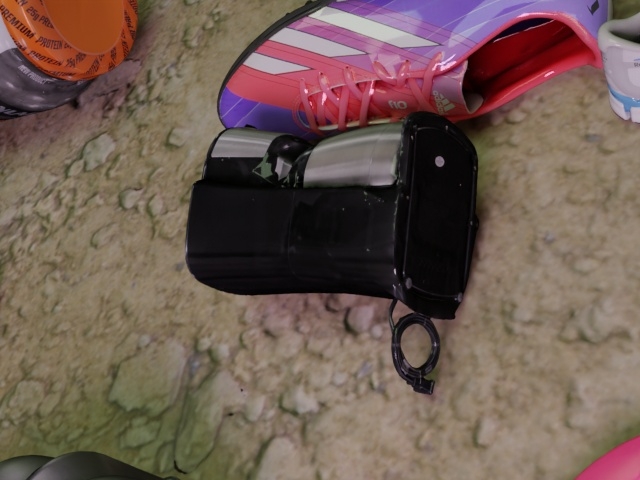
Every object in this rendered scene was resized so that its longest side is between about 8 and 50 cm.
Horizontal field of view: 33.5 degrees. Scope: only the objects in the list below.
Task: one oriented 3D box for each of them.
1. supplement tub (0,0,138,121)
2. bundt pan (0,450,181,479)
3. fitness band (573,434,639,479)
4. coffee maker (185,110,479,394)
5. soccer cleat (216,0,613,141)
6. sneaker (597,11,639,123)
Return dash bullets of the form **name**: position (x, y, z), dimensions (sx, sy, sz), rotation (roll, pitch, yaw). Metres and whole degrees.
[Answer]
- **supplement tub**: position (-0.370, -0.223, 1.117), dimensions (0.338, 0.207, 0.207), rotation (-7, 52, 34)
- **bundt pan**: position (-0.188, 0.269, 0.625), dimensions (0.331, 0.124, 0.330), rotation (-20, 47, 22)
- **fitness band**: position (0.223, 0.166, 0.460), dimensions (0.291, 0.054, 0.209), rotation (-4, 56, 36)
- **coffee maker**: position (0.000, 0.000, 0.713), dimensions (0.178, 0.120, 0.171), rotation (-1, 56, 37)
- **soccer cleat**: position (0.060, -0.128, 0.792), dimensions (0.318, 0.108, 0.116), rotation (-20, 50, 20)
- **sneaker**: position (0.264, -0.146, 0.667), dimensions (0.191, 0.083, 0.071), rotation (-27, 42, 14)
